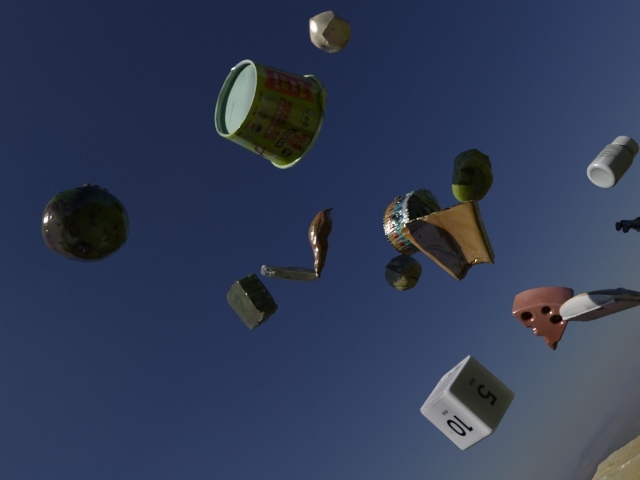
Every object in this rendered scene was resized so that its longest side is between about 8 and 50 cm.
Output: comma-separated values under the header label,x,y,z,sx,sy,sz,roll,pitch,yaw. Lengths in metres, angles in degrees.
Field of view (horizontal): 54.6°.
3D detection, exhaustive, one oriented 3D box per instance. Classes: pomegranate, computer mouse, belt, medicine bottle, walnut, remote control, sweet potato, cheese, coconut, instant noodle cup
label,x,y,z,sx,sy,sz,roll,pitch,yaw
pomegranate,-0.574,-0.056,1.528,0.202,0.248,0.202,-7,-51,-9
computer mouse,0.714,0.158,1.574,0.126,0.056,0.245,2,-18,-13
belt,0.332,-0.066,2.175,0.150,0.207,0.257,-26,6,39
medicine bottle,0.748,-0.202,1.580,0.130,0.080,0.080,-44,-30,-20
walnut,0.192,0.075,1.438,0.092,0.092,0.092,-36,-33,-29
remote control,-0.117,0.122,2.429,0.073,0.229,0.044,105,171,-57
sweet potato,-0.005,-0.004,1.771,0.068,0.068,0.226,53,-138,-60
cheese,0.751,0.244,2.126,0.128,0.177,0.203,-54,-24,-51
coconut,0.023,-0.594,1.756,0.124,0.110,0.110,19,-73,-27
instant noodle cup,-0.158,-0.387,1.841,0.221,0.311,0.311,15,-70,-37

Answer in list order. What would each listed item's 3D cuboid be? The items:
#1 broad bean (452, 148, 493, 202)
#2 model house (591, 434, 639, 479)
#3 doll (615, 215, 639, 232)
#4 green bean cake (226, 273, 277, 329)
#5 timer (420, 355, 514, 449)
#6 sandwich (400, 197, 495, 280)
label,x,y,z,sx,sy,sz,roll,pitch,yaw
broad bean,0.460,-0.197,1.882,0.082,0.124,0.174,-76,-25,-47
model house,0.718,0.419,1.061,0.342,0.334,0.382,-48,-23,19
doll,1.100,-0.060,2.097,0.195,0.096,0.070,-9,-71,-12
green bean cake,-0.257,0.229,2.346,0.094,0.181,0.173,-31,-12,-34
timer,0.480,0.531,2.029,0.194,0.195,0.192,-40,-13,-41
sandwich,0.361,0.016,1.777,0.245,0.212,0.063,-21,-6,36
